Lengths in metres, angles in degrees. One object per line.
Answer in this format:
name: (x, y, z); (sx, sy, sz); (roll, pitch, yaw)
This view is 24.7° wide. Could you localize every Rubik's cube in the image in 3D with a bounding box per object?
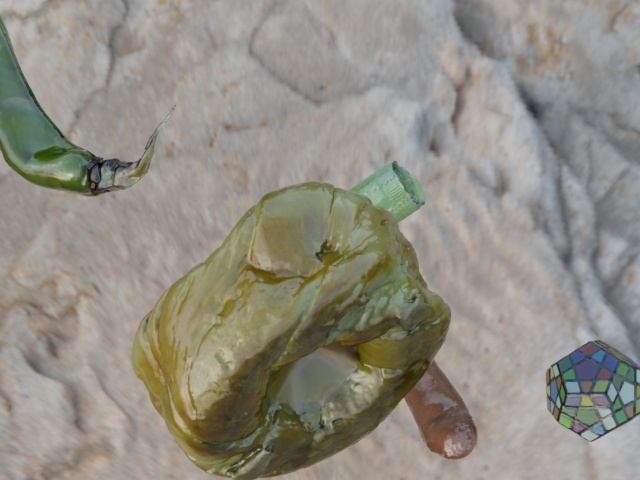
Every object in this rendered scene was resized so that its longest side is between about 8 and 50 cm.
Rubik's cube: (0.348, 0.190, 1.854); (0.112, 0.133, 0.133); (-2, 77, -8)

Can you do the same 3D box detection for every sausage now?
sausage: (0.117, 0.171, 1.802); (0.078, 0.078, 0.304); (-30, 40, -6)

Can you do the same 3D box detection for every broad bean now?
broad bean: (-0.209, -0.125, 0.880); (0.318, 0.056, 0.098); (37, 112, 21)

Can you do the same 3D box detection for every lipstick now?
lipstick: (0.000, 0.000, 1.938); (0.304, 0.076, 0.076); (-33, 78, 17)

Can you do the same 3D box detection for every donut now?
donut: (-0.027, 0.103, 1.585); (0.360, 0.360, 0.170); (-31, 55, -6)
